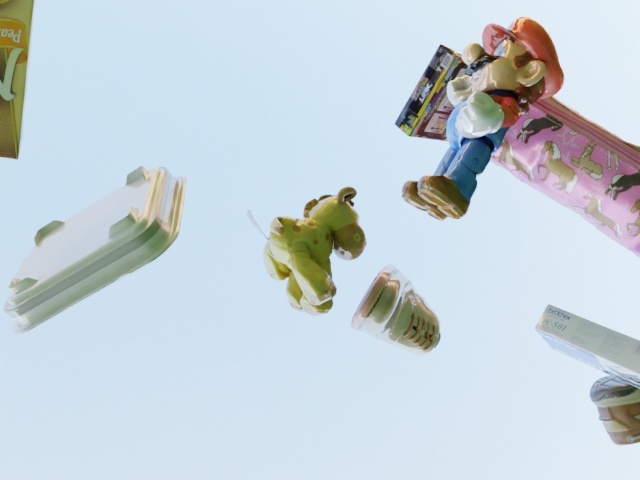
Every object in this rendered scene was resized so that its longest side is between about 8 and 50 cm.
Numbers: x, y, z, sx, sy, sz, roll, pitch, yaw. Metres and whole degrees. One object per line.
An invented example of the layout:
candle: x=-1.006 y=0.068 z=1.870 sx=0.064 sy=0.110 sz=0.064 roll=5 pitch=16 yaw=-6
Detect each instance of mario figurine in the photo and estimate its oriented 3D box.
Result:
mario figurine: x=0.214 y=-0.196 z=0.971 sx=0.170 sy=0.198 sz=0.320 roll=40 pitch=-101 yaw=-43

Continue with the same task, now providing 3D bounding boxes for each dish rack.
dish rack: x=-0.389 y=-0.005 z=1.142 sx=0.072 sy=0.333 sz=0.285 roll=55 pitch=-168 yaw=-30

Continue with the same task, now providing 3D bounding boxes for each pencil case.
pencil case: x=0.418 y=-0.128 z=1.078 sx=0.386 sy=0.160 sz=0.167 roll=39 pitch=-158 yaw=20

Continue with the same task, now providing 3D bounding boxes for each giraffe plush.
giraffe plush: x=0.000 y=0.000 z=1.125 sx=0.170 sy=0.181 sz=0.210 roll=-32 pitch=-79 yaw=-21

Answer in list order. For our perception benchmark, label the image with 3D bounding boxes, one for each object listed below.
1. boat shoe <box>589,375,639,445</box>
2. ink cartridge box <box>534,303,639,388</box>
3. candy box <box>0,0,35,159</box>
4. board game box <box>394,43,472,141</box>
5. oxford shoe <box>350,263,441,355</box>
boat shoe: x=0.609 y=0.256 z=1.067 sx=0.122 sy=0.324 sz=0.120 roll=-2 pitch=-103 yaw=-68
ink cartridge box: x=0.411 y=0.160 z=0.925 sx=0.097 sy=0.207 sz=0.046 roll=39 pitch=-100 yaw=-46
candy box: x=-0.545 y=-0.296 z=1.025 sx=0.183 sy=0.087 sz=0.316 roll=6 pitch=-70 yaw=-23
board game box: x=0.235 y=-0.273 z=1.259 sx=0.141 sy=0.170 sz=0.048 roll=-3 pitch=-139 yaw=-48
oxford shoe: x=0.166 y=0.145 z=1.288 sx=0.146 sy=0.397 sz=0.140 roll=32 pitch=-88 yaw=19
